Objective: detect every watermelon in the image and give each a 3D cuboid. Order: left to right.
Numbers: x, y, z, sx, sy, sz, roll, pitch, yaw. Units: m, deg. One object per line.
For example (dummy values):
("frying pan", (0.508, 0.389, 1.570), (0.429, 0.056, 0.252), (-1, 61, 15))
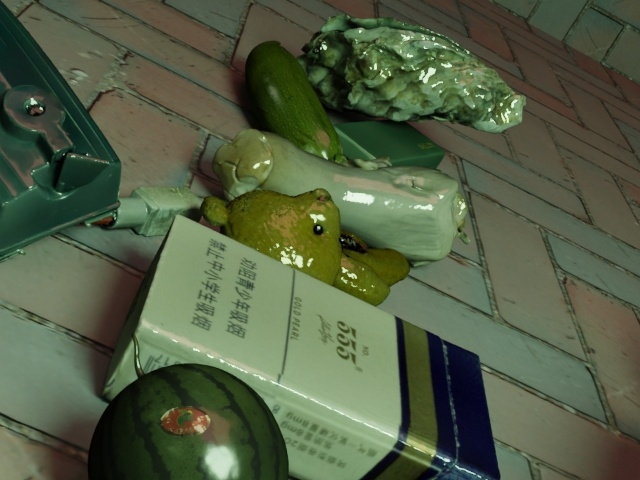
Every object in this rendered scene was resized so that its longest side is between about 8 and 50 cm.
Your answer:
("watermelon", (-0.075, 0.108, 0.592), (0.105, 0.105, 0.133), (-1, 56, -51))

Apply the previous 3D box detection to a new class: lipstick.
("lipstick", (-0.147, -0.023, 0.874), (0.030, 0.030, 0.129), (43, 26, 26))

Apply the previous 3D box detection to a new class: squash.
("squash", (-0.038, -0.149, 1.215), (0.071, 0.080, 0.318), (-17, 37, -8))

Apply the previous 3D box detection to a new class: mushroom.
("mushroom", (0.026, -0.041, 1.049), (0.278, 0.099, 0.096), (14, 1, -26))

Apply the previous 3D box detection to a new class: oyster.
("oyster", (0.092, -0.188, 1.325), (0.267, 0.112, 0.198), (7, -12, 44))

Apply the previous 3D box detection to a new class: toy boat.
("toy boat", (-0.265, -0.115, 0.799), (0.114, 0.122, 0.296), (-26, 67, -41))

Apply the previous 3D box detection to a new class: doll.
("doll", (0.000, 0.000, 0.931), (0.137, 0.097, 0.209), (36, 18, 26))

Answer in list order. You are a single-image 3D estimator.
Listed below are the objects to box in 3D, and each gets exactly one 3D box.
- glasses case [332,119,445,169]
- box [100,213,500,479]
("glasses case", (0.073, -0.103, 1.289), (0.078, 0.039, 0.184), (39, 24, 19))
("box", (-0.006, 0.091, 0.760), (0.259, 0.071, 0.168), (27, 23, -10))
